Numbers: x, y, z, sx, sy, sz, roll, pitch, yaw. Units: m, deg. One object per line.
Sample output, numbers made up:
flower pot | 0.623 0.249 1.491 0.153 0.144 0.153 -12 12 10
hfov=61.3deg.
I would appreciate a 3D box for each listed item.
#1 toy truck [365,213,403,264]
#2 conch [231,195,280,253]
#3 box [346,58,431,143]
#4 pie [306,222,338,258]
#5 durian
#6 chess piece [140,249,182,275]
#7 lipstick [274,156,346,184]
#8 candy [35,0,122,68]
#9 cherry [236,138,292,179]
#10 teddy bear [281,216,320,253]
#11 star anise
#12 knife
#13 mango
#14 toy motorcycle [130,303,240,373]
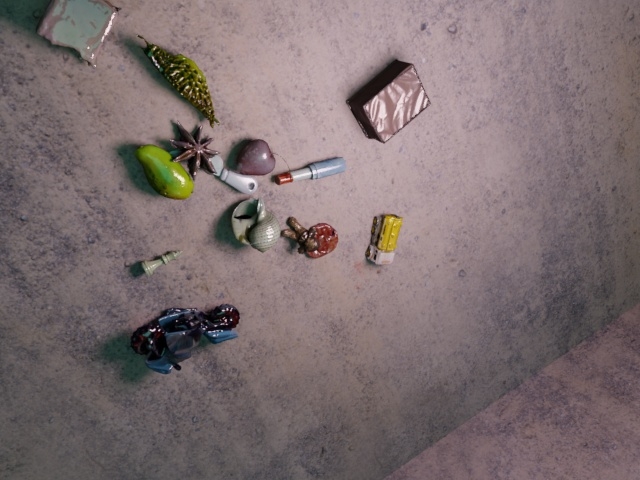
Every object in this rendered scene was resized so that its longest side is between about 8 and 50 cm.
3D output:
toy truck | 0.269 -0.007 2.243 0.098 0.114 0.227 3 112 -25
conch | -0.234 -0.053 1.992 0.172 0.131 0.200 -5 75 2
box | 0.255 -0.510 1.989 0.252 0.153 0.188 -38 121 -3
pie | 0.000 0.000 2.174 0.153 0.038 0.154 -8 116 -17
durian | -0.427 -0.513 1.701 0.106 0.132 0.375 -34 128 8
chess piece | -0.567 0.073 1.946 0.149 0.059 0.059 -25 121 -18
lipstick | -0.039 -0.254 2.021 0.274 0.068 0.061 -16 115 -18
candy | -0.680 -0.620 1.533 0.184 0.137 0.195 28 97 -31
cherry | -0.214 -0.263 1.916 0.148 0.115 0.188 -44 130 -23
teddy bear | -0.066 -0.012 2.095 0.119 0.160 0.078 -57 159 11
star anise | -0.427 -0.295 1.815 0.204 0.061 0.181 38 60 -30
knife | -0.367 -0.257 1.898 0.331 0.044 0.080 26 93 -27
mango | -0.523 -0.224 1.796 0.125 0.111 0.233 -49 123 -4
toy motorcycle | -0.506 0.375 2.058 0.416 0.172 0.232 -14 124 -27
